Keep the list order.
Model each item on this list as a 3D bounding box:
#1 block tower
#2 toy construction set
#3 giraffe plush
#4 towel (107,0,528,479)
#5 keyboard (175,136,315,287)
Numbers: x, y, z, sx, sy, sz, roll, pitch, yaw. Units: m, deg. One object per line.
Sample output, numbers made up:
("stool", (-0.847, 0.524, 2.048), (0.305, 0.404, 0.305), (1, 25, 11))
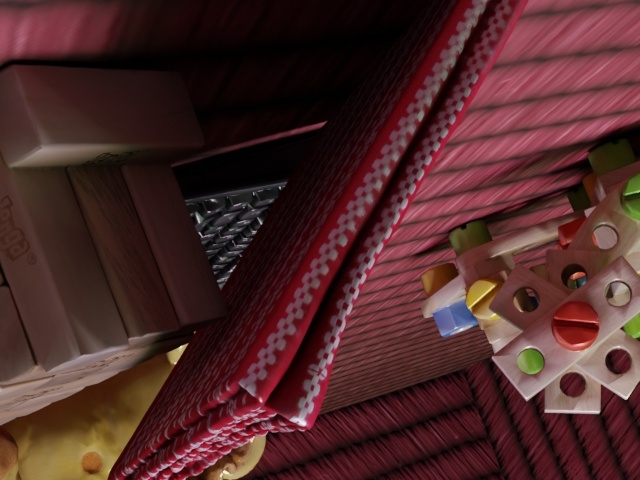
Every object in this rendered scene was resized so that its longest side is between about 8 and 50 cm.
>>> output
("block tower", (-0.187, 0.047, 0.677), (0.335, 0.097, 0.091), (-27, 171, 30))
("toy construction set", (0.177, 0.018, 1.254), (0.215, 0.151, 0.327), (-21, -177, 0))
("giraffe plush", (-0.115, 0.091, 0.882), (0.170, 0.210, 0.181), (-38, 174, -15))
("towel", (0.000, 0.000, 0.669), (0.199, 0.031, 0.275), (-60, -174, -18))
("keyboard", (-0.048, 0.005, 0.968), (0.201, 0.033, 0.317), (-17, 172, -24))
